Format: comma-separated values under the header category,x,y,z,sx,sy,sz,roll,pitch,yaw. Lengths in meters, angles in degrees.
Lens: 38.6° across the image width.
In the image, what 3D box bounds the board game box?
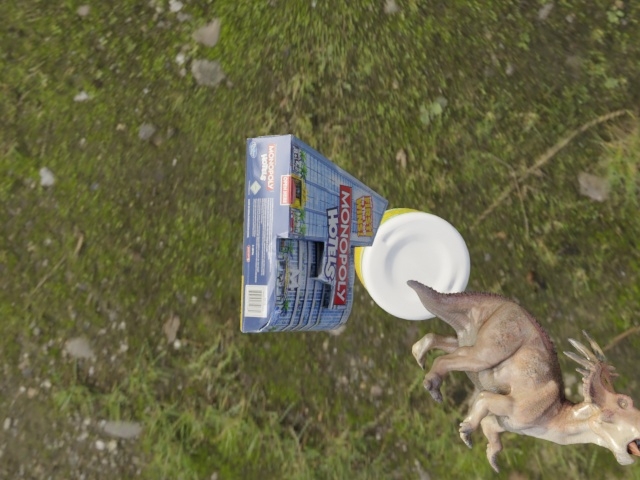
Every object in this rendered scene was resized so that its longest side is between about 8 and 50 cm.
category,x,y,z,sx,sy,sz,roll,pitch,yaw
board game box,0.000,0.000,0.963,0.060,0.194,0.194,-1,87,34

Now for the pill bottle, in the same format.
category,x,y,z,sx,sy,sz,roll,pitch,yaw
pill bottle,0.116,0.025,1.254,0.136,0.245,0.136,0,94,-2

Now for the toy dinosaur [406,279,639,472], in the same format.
category,x,y,z,sx,sy,sz,roll,pitch,yaw
toy dinosaur,0.226,0.137,1.030,0.200,0.127,0.295,-37,83,6
